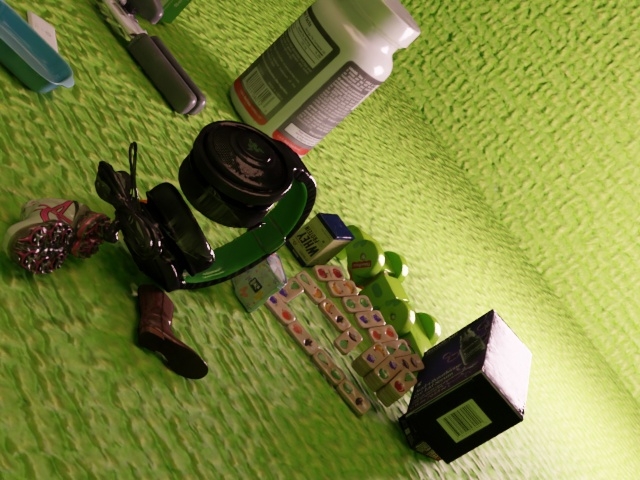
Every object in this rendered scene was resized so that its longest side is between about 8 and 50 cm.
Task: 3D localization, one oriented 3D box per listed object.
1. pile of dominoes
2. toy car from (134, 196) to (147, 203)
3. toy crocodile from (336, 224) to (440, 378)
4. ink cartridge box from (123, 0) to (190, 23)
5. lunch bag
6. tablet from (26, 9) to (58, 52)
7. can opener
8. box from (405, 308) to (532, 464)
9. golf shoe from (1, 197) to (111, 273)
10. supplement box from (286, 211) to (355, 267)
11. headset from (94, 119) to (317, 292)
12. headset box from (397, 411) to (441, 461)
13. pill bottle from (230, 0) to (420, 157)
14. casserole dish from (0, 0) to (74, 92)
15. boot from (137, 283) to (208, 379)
[{"bbox_3d":[0.050,0.138,1.734,0.251,0.040,0.196,50,38,5],"label":"pile of dominoes"},{"bbox_3d":[-0.224,-0.036,1.551,0.122,0.060,0.040,2,80,-57],"label":"toy car"},{"bbox_3d":[0.115,0.108,1.981,0.115,0.105,0.340,23,35,-53],"label":"toy crocodile"},{"bbox_3d":[-0.383,-0.549,2.132,0.211,0.121,0.289,53,19,16],"label":"ink cartridge box"},{"bbox_3d":[-0.089,0.057,1.637,0.053,0.071,0.083,36,22,-37],"label":"lunch bag"},{"bbox_3d":[-0.431,-0.324,1.742,0.054,0.006,0.083,34,23,-37],"label":"tablet"},{"bbox_3d":[-0.289,-0.353,1.987,0.283,0.095,0.076,52,19,12],"label":"can opener"},{"bbox_3d":[0.236,0.226,1.766,0.108,0.153,0.207,49,25,-10],"label":"box"},{"bbox_3d":[-0.317,-0.010,1.281,0.086,0.067,0.186,27,12,11],"label":"golf shoe"},{"bbox_3d":[0.000,0.000,1.939,0.056,0.083,0.083,54,19,16],"label":"supplement box"},{"bbox_3d":[-0.140,-0.022,1.388,0.185,0.243,0.394,57,16,26],"label":"headset"},{"bbox_3d":[0.167,0.308,1.770,0.083,0.032,0.062,30,25,-39],"label":"headset box"},{"bbox_3d":[0.011,-0.351,2.237,0.210,0.363,0.210,43,19,-18],"label":"pill bottle"},{"bbox_3d":[-0.432,-0.276,1.593,0.188,0.037,0.114,44,19,-10],"label":"casserole dish"},{"bbox_3d":[-0.182,0.109,1.380,0.106,0.037,0.114,42,14,-26],"label":"boot"}]
